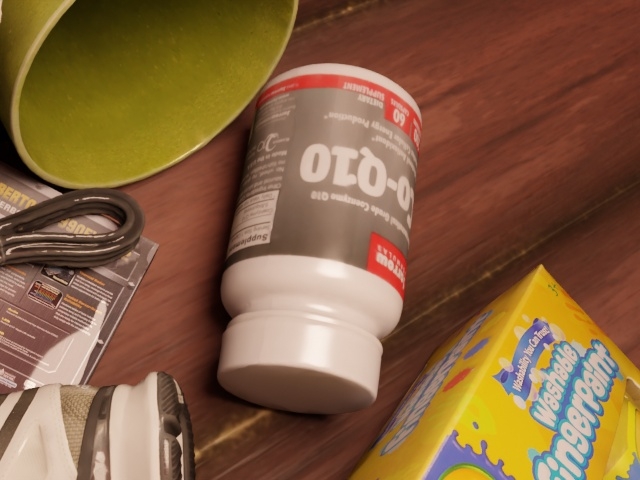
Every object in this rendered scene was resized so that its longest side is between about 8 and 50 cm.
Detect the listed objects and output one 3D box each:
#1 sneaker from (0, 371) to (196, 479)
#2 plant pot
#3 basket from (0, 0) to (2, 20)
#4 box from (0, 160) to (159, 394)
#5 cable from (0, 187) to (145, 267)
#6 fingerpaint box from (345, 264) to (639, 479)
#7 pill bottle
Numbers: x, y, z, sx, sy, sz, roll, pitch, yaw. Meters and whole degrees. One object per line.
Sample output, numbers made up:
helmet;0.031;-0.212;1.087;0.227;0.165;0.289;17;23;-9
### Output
sneaker;-0.215;0.324;0.674;0.257;0.169;0.448;-4;76;-1
plant pot;-0.216;-0.243;0.847;0.274;0.275;0.293;-28;65;-29
basket;-0.415;-0.264;0.678;0.266;0.328;0.331;32;48;-53
box;-0.278;0.031;0.799;0.231;0.056;0.183;28;60;-9
cable;-0.280;0.021;0.754;0.139;0.072;0.287;42;46;19
fingerpaint box;0.194;0.269;0.723;0.371;0.163;0.445;47;32;3
pill bottle;0.000;0.000;0.863;0.161;0.161;0.283;16;63;-15
